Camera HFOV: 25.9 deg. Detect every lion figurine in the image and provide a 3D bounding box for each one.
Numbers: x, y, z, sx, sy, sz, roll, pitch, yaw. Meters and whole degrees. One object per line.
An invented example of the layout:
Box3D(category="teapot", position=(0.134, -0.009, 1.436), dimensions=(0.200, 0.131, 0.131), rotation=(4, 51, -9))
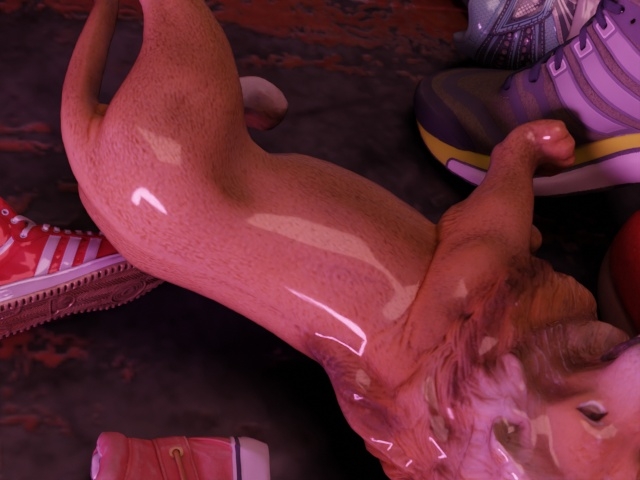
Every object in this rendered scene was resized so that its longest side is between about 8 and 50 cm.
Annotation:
Box3D(category="lion figurine", position=(0.000, 0.000, 0.680), dimensions=(0.392, 0.142, 0.240), rotation=(25, 45, 5))

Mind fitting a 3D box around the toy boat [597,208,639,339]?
Box3D(category="toy boat", position=(0.268, 0.019, 0.745), dimensions=(0.231, 0.151, 0.151), rotation=(-5, 52, -22))

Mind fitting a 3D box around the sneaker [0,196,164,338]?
Box3D(category="sneaker", position=(-0.133, 0.004, 0.699), dimensions=(0.118, 0.042, 0.067), rotation=(-16, 60, -26))

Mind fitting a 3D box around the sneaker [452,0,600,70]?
Box3D(category="sneaker", position=(0.135, -0.221, 0.943), dimensions=(0.122, 0.110, 0.283), rotation=(7, 48, -8))

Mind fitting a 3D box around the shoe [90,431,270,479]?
Box3D(category="shoe", position=(-0.063, 0.155, 0.581), dimensions=(0.081, 0.063, 0.178), rotation=(7, 43, -11))

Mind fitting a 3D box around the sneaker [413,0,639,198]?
Box3D(category="sneaker", position=(0.173, -0.097, 0.763), dimensions=(0.300, 0.121, 0.111), rotation=(1, 27, 41))
